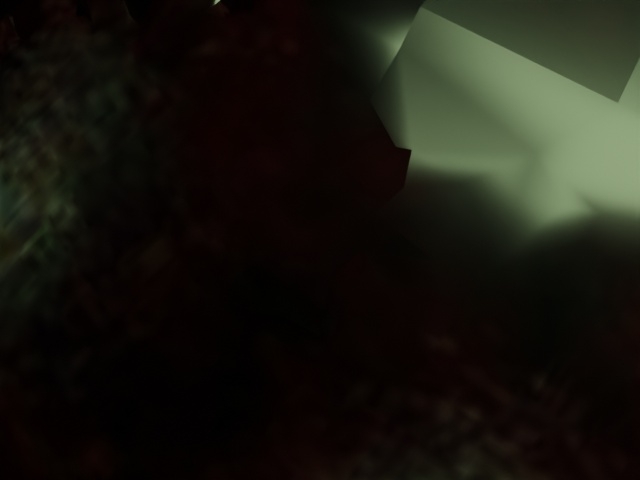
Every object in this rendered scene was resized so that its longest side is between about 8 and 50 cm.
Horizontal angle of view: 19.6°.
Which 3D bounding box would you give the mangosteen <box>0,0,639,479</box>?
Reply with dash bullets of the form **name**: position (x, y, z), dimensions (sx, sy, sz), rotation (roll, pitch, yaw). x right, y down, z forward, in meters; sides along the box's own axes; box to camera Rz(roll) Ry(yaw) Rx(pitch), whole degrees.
- **mangosteen**: position (0.015, -0.006, 0.550), dimensions (0.421, 0.381, 0.381), rotation (54, 36, 10)
